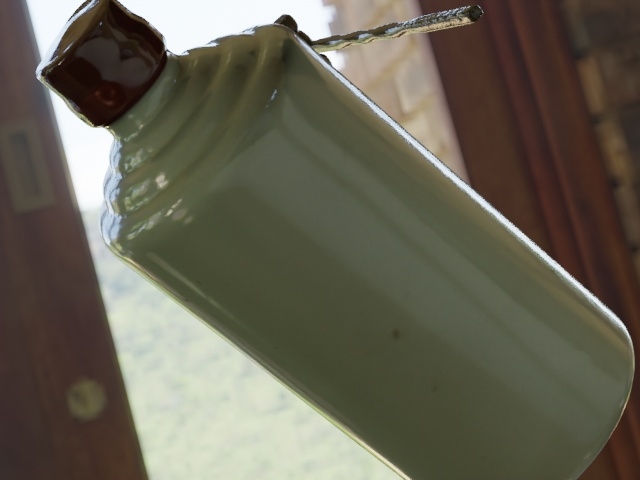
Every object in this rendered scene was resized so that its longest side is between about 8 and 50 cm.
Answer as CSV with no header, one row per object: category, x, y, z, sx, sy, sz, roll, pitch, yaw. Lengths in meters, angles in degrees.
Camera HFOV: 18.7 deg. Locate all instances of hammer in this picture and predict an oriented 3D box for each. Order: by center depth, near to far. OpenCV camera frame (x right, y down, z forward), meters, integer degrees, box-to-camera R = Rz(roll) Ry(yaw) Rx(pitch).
hammer,0.041,-0.157,1.466,0.029,0.058,0.292,-51,20,-18

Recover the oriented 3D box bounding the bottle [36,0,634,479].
bottle,0.000,0.000,0.715,0.245,0.104,0.104,39,-35,-22
